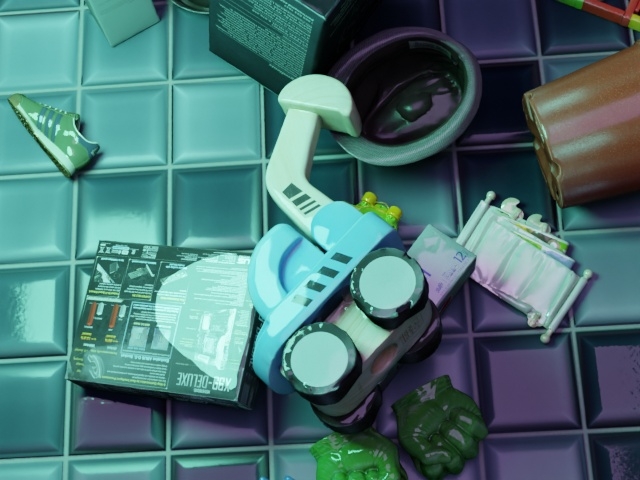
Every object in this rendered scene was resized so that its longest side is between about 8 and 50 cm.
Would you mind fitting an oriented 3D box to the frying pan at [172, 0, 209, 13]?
[{"bbox_3d":[-0.266,-0.503,2.065,0.326,0.053,0.197,3,70,4],"label":"frying pan"}]

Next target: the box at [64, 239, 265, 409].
[{"bbox_3d":[-0.236,0.132,1.797,0.307,0.076,0.243,4,71,18],"label":"box"}]

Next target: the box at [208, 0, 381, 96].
[{"bbox_3d":[-0.019,-0.443,1.834,0.212,0.395,0.293,33,75,3],"label":"box"}]

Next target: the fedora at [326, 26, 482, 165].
[{"bbox_3d":[0.143,-0.232,1.905,0.275,0.124,0.244,-37,71,-3],"label":"fedora"}]

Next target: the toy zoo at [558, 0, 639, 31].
[{"bbox_3d":[0.579,-0.472,2.011,0.293,0.030,0.192,24,74,12],"label":"toy zoo"}]

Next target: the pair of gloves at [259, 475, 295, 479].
[{"bbox_3d":[-0.069,0.471,1.727,0.159,0.023,0.198,29,74,13],"label":"pair of gloves"}]

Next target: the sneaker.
[{"bbox_3d":[-0.465,-0.201,1.973,0.086,0.064,0.192,-36,72,-17],"label":"sneaker"}]

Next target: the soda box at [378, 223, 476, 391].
[{"bbox_3d":[0.130,0.119,1.792,0.098,0.091,0.286,35,80,15],"label":"soda box"}]

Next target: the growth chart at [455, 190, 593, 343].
[{"bbox_3d":[0.333,0.035,1.854,0.237,0.021,0.172,39,77,15],"label":"growth chart"}]

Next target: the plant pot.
[{"bbox_3d":[0.484,-0.187,1.809,0.265,0.272,0.272,-18,70,6],"label":"plant pot"}]

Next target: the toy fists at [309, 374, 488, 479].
[{"bbox_3d":[0.125,0.326,1.727,0.279,0.096,0.142,-27,72,-7],"label":"toy fists"}]

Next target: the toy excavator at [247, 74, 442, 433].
[{"bbox_3d":[0.000,0.000,1.701,0.445,0.222,0.433,39,81,25],"label":"toy excavator"}]

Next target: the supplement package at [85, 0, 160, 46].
[{"bbox_3d":[-0.371,-0.448,1.986,0.105,0.179,0.105,-31,72,-7],"label":"supplement package"}]

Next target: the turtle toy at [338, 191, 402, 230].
[{"bbox_3d":[0.073,-0.028,1.869,0.130,0.066,0.095,30,75,14],"label":"turtle toy"}]
